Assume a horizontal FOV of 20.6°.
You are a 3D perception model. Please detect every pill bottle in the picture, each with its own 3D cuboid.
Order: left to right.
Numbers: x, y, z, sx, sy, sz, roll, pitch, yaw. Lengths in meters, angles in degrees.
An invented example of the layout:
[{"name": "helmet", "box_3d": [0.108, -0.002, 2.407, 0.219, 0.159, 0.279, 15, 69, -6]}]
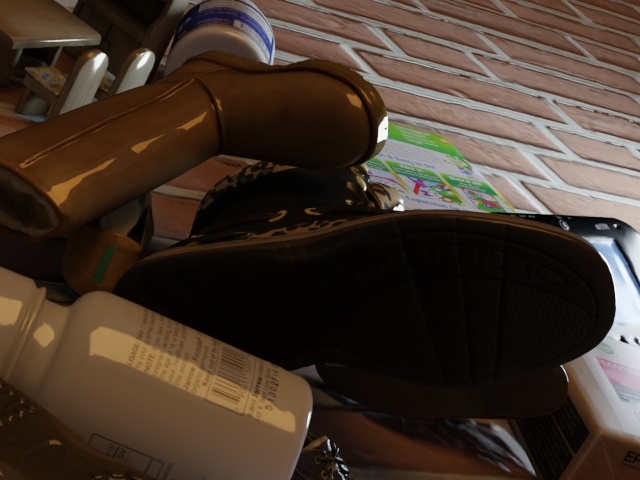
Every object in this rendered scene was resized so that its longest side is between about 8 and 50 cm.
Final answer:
[{"name": "pill bottle", "box_3d": [-0.132, 0.106, 1.144, 0.229, 0.131, 0.131, 25, 22, -10]}, {"name": "pill bottle", "box_3d": [-0.105, -0.199, 1.884, 0.112, 0.112, 0.187, 25, 21, -9]}]

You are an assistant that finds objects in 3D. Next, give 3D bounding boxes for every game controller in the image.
[{"name": "game controller", "box_3d": [0.268, 0.048, 1.798, 0.319, 0.067, 0.166, 2, 67, -50]}]

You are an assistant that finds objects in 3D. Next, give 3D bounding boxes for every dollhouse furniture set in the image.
[{"name": "dollhouse furniture set", "box_3d": [-0.242, -0.233, 1.725, 0.212, 0.161, 0.242, 37, 23, 20]}]

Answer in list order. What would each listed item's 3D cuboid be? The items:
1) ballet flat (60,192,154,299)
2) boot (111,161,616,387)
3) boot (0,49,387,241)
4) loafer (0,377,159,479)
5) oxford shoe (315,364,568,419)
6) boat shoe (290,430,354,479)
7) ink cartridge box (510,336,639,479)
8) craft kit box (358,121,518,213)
[{"name": "ballet flat", "box_3d": [-0.168, -0.023, 1.467, 0.080, 0.073, 0.232, 21, 23, -15]}, {"name": "boot", "box_3d": [0.041, 0.014, 1.421, 0.377, 0.138, 0.284, -6, 16, 8]}, {"name": "boot", "box_3d": [-0.115, -0.065, 1.383, 0.236, 0.089, 0.269, 11, 28, 40]}, {"name": "loafer", "box_3d": [-0.149, 0.174, 1.019, 0.268, 0.092, 0.102, 37, 34, 27]}, {"name": "oxford shoe", "box_3d": [0.095, 0.120, 1.482, 0.212, 0.076, 0.076, 11, -15, -7]}, {"name": "boat shoe", "box_3d": [-0.010, 0.163, 1.277, 0.152, 0.049, 0.056, 34, 22, 12]}, {"name": "ink cartridge box", "box_3d": [0.292, 0.177, 1.564, 0.234, 0.088, 0.193, 18, 25, -22]}, {"name": "craft kit box", "box_3d": [0.091, -0.052, 1.876, 0.250, 0.061, 0.246, 12, 30, -37]}]
